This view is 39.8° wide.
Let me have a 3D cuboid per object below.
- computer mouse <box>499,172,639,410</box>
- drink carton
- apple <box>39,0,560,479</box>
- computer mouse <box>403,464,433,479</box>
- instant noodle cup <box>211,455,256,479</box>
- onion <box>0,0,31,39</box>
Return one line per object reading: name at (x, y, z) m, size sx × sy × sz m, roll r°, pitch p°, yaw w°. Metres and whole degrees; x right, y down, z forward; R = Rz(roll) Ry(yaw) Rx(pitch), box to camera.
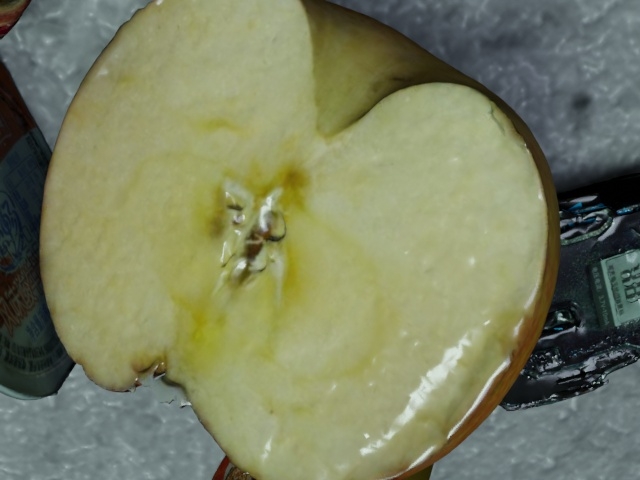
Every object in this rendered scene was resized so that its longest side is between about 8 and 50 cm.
computer mouse at (0.165, 0.026, 0.605) m, size 0.242 × 0.077 × 0.146 m, roll -17°, pitch 112°, yaw 3°
drink carton at (-0.260, 0.020, 0.521) m, size 0.190 × 0.185 × 0.191 m, roll -20°, pitch 114°, yaw 7°
apple at (0.000, 0.000, 0.519) m, size 0.293 × 0.163 × 0.251 m, roll 36°, pitch 103°, yaw 25°
computer mouse at (0.003, 0.122, 0.631) m, size 0.199 × 0.102 × 0.045 m, roll 32°, pitch 150°, yaw -15°
instant noodle cup at (-0.011, 0.225, 0.658) m, size 0.136 × 0.127 × 0.127 m, roll 21°, pitch 109°, yaw -21°
onion at (-0.186, -0.191, 0.491) m, size 0.150 × 0.140 × 0.150 m, roll 24°, pitch 132°, yaw 30°
